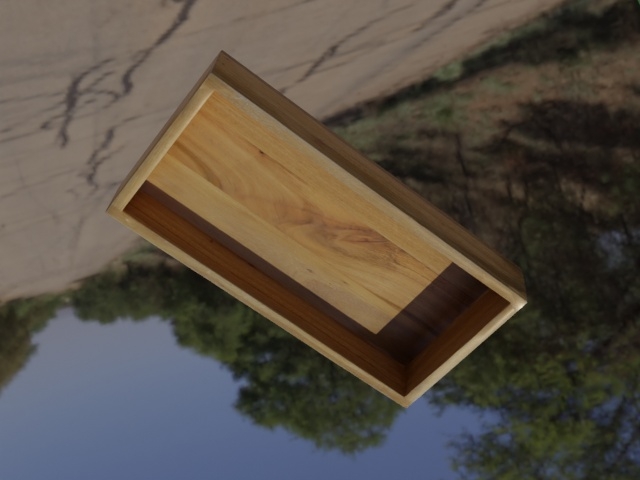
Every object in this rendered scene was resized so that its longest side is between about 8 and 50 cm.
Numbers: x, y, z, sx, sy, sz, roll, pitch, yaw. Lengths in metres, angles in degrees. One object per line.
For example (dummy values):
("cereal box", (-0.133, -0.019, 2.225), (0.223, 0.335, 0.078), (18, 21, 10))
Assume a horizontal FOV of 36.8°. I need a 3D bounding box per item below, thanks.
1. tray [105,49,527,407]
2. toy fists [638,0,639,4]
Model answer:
("tray", (0.000, 0.000, 1.044), (0.203, 0.411, 0.076), (-47, -162, 28))
("toy fists", (0.461, -0.235, 1.052), (0.096, 0.279, 0.142), (-41, -161, -19))
